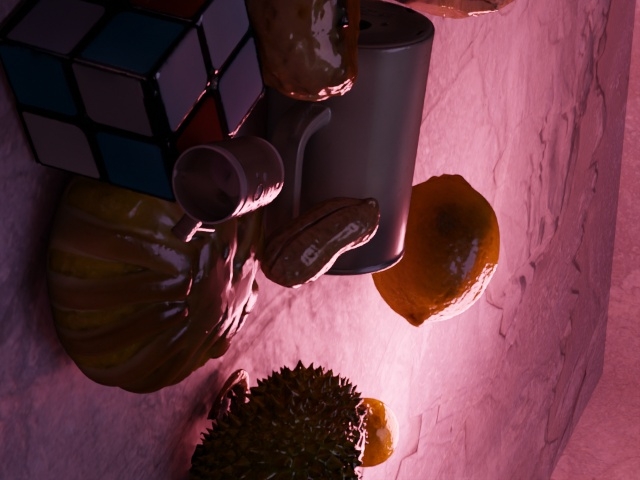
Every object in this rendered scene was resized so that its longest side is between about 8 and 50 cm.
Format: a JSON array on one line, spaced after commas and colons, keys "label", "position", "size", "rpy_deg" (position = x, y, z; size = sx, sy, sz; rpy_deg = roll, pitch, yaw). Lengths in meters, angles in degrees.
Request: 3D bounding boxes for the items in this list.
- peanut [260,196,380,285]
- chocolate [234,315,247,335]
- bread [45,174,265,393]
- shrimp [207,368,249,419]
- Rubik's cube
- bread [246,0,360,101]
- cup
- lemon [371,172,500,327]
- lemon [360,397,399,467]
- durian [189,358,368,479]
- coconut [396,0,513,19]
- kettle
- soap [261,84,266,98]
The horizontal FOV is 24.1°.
[{"label": "peanut", "position": [0.000, 0.000, 1.770], "size": [0.174, 0.080, 0.080], "rpy_deg": [-31, 136, -28]}, {"label": "chocolate", "position": [-0.115, 0.042, 1.857], "size": [0.072, 0.072, 0.167], "rpy_deg": [-7, 108, -66]}, {"label": "bread", "position": [-0.163, 0.021, 1.614], "size": [0.333, 0.160, 0.333], "rpy_deg": [-47, 145, -47]}, {"label": "shrimp", "position": [-0.126, 0.227, 2.017], "size": [0.083, 0.023, 0.114], "rpy_deg": [-39, 144, -47]}, {"label": "Rubik's cube", "position": [-0.178, -0.167, 1.433], "size": [0.167, 0.183, 0.180], "rpy_deg": [78, 33, -47]}, {"label": "bread", "position": [-0.030, -0.261, 1.546], "size": [0.244, 0.134, 0.244], "rpy_deg": [1, 90, -83]}, {"label": "cup", "position": [-0.085, -0.045, 1.398], "size": [0.099, 0.074, 0.102], "rpy_deg": [-23, 126, -63]}, {"label": "lemon", "position": [0.181, 0.012, 2.363], "size": [0.204, 0.204, 0.260], "rpy_deg": [57, 49, -61]}, {"label": "lemon", "position": [0.073, 0.308, 2.419], "size": [0.109, 0.109, 0.133], "rpy_deg": [-59, 149, -33]}, {"label": "durian", "position": [-0.041, 0.303, 1.964], "size": [0.291, 0.225, 0.291], "rpy_deg": [-38, 146, -32]}, {"label": "coconut", "position": [0.170, -0.429, 1.914], "size": [0.254, 0.297, 0.297], "rpy_deg": [-55, 154, -71]}, {"label": "kettle", "position": [0.028, -0.121, 1.886], "size": [0.265, 0.205, 0.318], "rpy_deg": [-102, -163, -62]}, {"label": "soap", "position": [-0.105, -0.270, 1.676], "size": [0.135, 0.076, 0.233], "rpy_deg": [-69, 158, -15]}]
